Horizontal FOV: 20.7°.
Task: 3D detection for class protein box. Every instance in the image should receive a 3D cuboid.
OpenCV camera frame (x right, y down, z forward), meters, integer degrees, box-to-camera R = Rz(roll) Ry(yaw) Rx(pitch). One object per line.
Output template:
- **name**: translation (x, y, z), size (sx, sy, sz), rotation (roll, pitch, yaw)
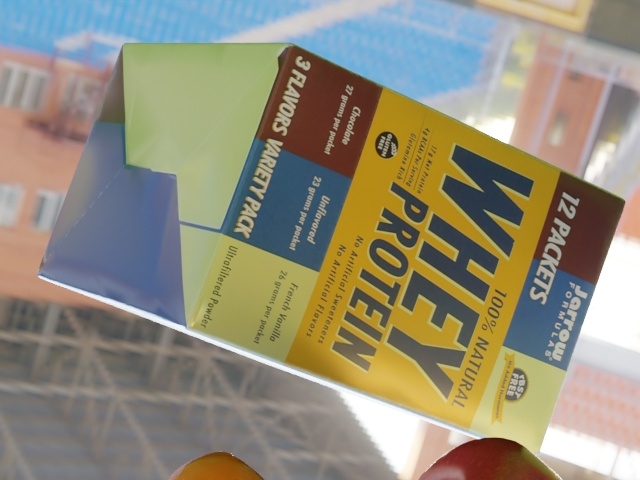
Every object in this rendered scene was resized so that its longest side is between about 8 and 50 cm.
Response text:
- **protein box**: translation (0.000, 0.000, 0.885), size (0.201, 0.136, 0.200), rotation (22, 175, -29)

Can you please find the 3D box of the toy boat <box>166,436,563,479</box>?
- **toy boat**: translation (-0.002, 0.140, 0.671), size (0.151, 0.151, 0.231), rotation (44, -143, 16)
